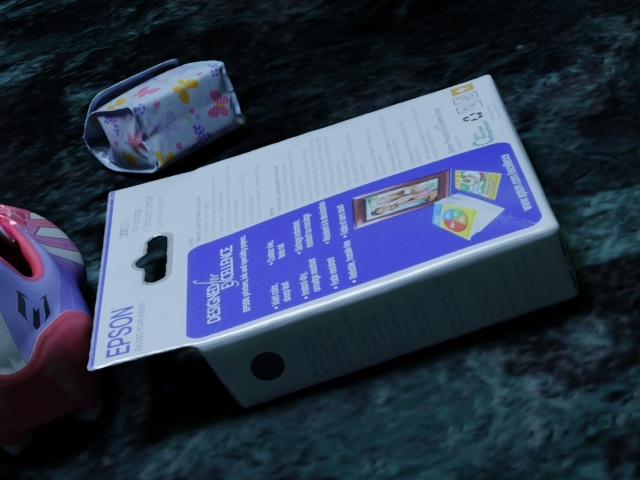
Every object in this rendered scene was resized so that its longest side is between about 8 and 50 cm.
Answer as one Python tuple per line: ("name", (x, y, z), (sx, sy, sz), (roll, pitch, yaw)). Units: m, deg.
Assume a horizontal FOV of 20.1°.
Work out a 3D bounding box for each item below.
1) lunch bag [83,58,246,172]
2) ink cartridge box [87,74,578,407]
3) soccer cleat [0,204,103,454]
("lunch bag", (-0.098, -0.075, 1.079), (0.071, 0.053, 0.083), (-30, 16, -27))
("ink cartridge box", (0.000, 0.000, 0.841), (0.208, 0.045, 0.206), (-16, 23, 4))
("soccer cleat", (-0.157, 0.014, 0.869), (0.083, 0.095, 0.248), (-22, 23, -7))
